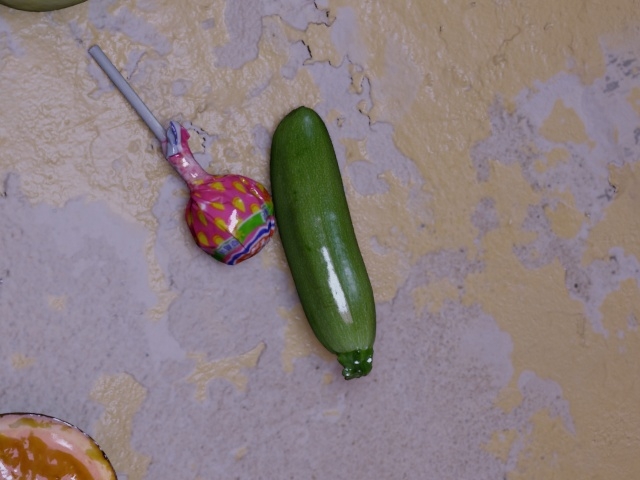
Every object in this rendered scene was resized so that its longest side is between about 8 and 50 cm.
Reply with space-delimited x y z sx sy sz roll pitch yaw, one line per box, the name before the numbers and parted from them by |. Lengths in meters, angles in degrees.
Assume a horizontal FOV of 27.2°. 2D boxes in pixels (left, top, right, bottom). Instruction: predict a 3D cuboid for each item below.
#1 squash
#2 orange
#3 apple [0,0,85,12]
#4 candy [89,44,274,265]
squash | 0.000 0.000 1.845 0.107 0.107 0.395 -12 81 -14
orange | -0.407 0.368 1.704 0.274 0.274 0.310 30 118 -13
apple | -0.359 -0.439 1.714 0.258 0.233 0.295 -27 87 -27
candy | -0.200 -0.126 1.836 0.124 0.124 0.365 -38 89 -11
